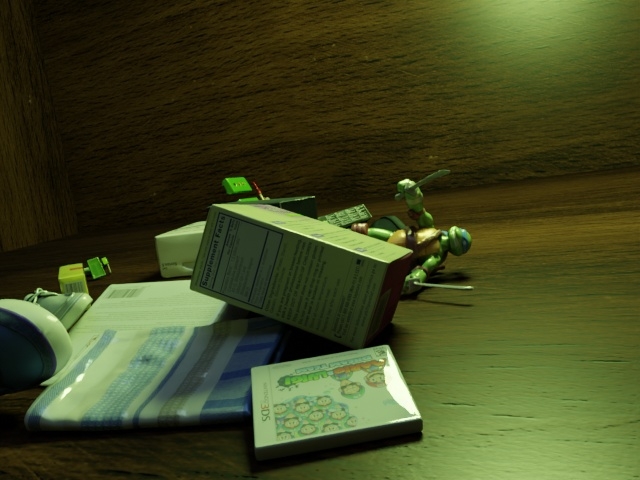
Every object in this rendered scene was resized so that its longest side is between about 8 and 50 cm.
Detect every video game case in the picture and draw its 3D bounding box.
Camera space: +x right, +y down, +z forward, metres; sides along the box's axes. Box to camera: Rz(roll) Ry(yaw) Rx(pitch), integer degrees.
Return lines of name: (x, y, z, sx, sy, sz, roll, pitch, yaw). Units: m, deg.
video game case: (0.009, 0.158, 0.670, 0.157, 0.019, 0.143, -9, 20, -5)

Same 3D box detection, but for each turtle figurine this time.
turtle figurine: (0.127, -0.005, 1.176, 0.266, 0.198, 0.274, -11, 4, 13)

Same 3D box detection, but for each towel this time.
towel: (-0.191, 0.159, 0.813, 0.285, 0.034, 0.209, -6, 21, 14)

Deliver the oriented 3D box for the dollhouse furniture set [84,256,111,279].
dollhouse furniture set: (-0.662, 0.096, 1.955, 0.076, 0.059, 0.151, -21, -7, -26)

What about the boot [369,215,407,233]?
boot: (0.087, 0.011, 1.455, 0.207, 0.094, 0.246, -7, 13, -13)

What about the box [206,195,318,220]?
box: (-0.119, 0.007, 1.400, 0.103, 0.184, 0.261, -17, 12, -41)

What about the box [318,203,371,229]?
box: (0.000, 0.000, 1.508, 0.190, 0.045, 0.184, -19, -22, -47)

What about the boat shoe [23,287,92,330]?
boat shoe: (-0.456, 0.124, 1.084, 0.227, 0.081, 0.079, -28, 22, 41)

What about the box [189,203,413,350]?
box: (-0.016, 0.039, 0.914, 0.243, 0.117, 0.213, 19, 8, 13)

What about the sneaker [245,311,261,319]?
sneaker: (-0.063, 0.071, 1.146, 0.295, 0.124, 0.178, -8, 17, 17)

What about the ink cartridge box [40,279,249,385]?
ink cartridge box: (-0.268, 0.153, 1.002, 0.275, 0.060, 0.239, -5, 34, 26)

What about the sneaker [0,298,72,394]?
sneaker: (-0.483, 0.183, 0.778, 0.322, 0.130, 0.236, -6, 23, 21)

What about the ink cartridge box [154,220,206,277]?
ink cartridge box: (-0.294, 0.011, 1.807, 0.198, 0.115, 0.273, -7, 8, 15)

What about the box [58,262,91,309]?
box: (-0.575, 0.108, 1.548, 0.058, 0.087, 0.232, -11, 7, -19)

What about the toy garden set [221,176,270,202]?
toy garden set: (-0.167, -0.060, 1.830, 0.049, 0.244, 0.204, -34, -6, 20)
